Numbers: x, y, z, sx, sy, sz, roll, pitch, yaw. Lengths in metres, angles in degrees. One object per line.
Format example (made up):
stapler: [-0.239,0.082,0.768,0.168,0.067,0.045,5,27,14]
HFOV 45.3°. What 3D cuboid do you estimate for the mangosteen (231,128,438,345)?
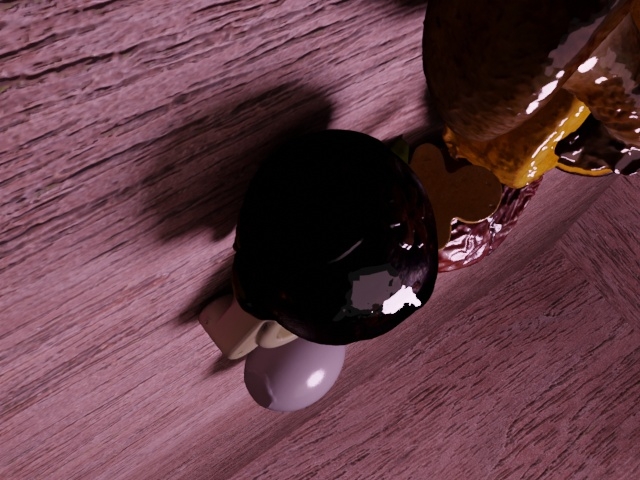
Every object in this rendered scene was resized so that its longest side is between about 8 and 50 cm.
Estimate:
mangosteen: [0.001,-0.002,0.959,0.287,0.287,0.233,-40,153,1]

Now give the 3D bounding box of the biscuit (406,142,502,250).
biscuit: [0.143,-0.062,1.115,0.240,0.158,0.035,-2,176,-4]

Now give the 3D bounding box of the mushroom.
mushroom: [0.272,-0.214,0.830,0.331,0.356,0.334,-28,-177,-2]

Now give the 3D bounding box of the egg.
egg: [-0.046,0.244,1.562,0.232,0.176,0.176,-35,163,-30]

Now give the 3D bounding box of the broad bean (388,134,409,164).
broad bean: [0.085,-0.052,1.162,0.065,0.046,0.254,37,66,-47]

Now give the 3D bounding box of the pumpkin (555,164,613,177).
pumpkin: [0.523,-0.300,1.420,0.325,0.242,0.232,-62,-178,42]

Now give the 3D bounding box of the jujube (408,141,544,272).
jujube: [0.252,-0.086,1.330,0.342,0.216,0.216,-30,161,-29]

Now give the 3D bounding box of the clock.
clock: [-0.027,0.066,1.280,0.284,0.114,0.309,-49,163,21]

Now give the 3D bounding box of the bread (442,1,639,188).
bread: [0.354,-0.239,1.160,0.358,0.204,0.337,-32,166,-31]
